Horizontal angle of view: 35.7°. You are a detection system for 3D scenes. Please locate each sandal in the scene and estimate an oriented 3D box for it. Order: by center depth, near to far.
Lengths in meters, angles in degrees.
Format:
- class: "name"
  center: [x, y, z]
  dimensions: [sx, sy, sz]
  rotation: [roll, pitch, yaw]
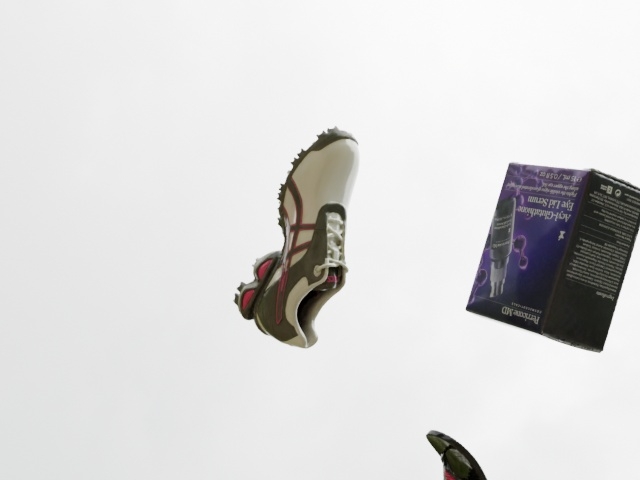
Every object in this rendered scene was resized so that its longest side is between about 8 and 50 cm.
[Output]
- class: "sandal"
  center: [0.184, 0.312, 1.222]
  dimensions: [0.179, 0.040, 0.067]
  rotation: [56, -22, -3]

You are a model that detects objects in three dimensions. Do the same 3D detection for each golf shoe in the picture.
- class: "golf shoe"
  center: [0.000, 0.000, 1.213]
  dimensions: [0.120, 0.105, 0.273]
  rotation: [32, -74, 41]

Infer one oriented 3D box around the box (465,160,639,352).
- class: "box"
  center: [0.290, 0.017, 1.229]
  dimensions: [0.108, 0.153, 0.207]
  rotation: [18, -92, -30]
